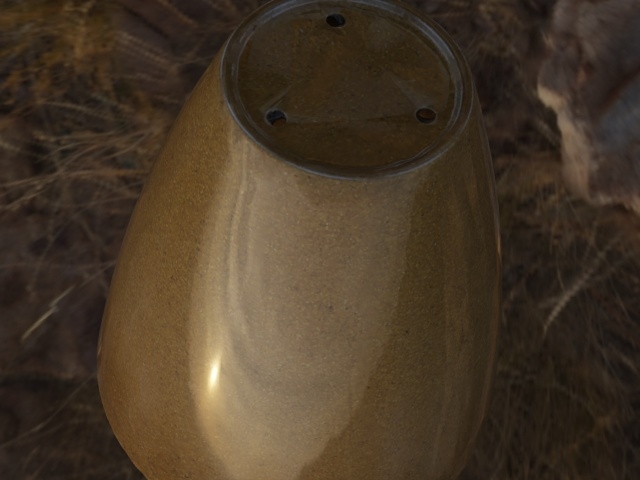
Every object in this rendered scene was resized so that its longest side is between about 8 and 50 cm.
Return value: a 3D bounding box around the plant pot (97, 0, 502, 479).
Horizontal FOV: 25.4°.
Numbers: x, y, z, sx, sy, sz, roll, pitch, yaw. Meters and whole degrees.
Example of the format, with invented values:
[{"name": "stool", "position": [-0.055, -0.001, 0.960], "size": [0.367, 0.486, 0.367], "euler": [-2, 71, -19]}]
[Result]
[{"name": "plant pot", "position": [0.000, 0.000, 0.745], "size": [0.237, 0.237, 0.254], "euler": [17, 146, 4]}]
